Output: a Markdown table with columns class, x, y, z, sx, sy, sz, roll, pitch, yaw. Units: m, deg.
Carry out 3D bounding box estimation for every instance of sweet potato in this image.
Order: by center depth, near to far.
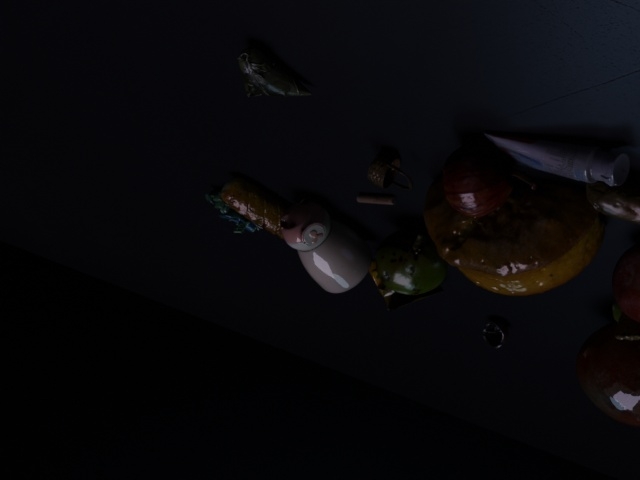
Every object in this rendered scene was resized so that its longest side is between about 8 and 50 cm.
| class | x | y | z | sx | sy | sz | roll | pitch | yaw |
| --- | --- | --- | --- | --- | --- | --- | --- | --- | --- |
| sweet potato | 0.552 | -0.046 | 1.531 | 0.273 | 0.075 | 0.075 | 17 | 161 | 10 |

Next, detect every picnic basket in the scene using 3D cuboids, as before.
| class | x | y | z | sx | sy | sz | roll | pitch | yaw |
| --- | --- | --- | --- | --- | --- | --- | --- | --- | --- |
| picnic basket | 0.136 | -0.123 | 1.797 | 0.083 | 0.072 | 0.072 | 30 | 165 | 21 |

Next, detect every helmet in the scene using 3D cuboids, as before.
| class | x | y | z | sx | sy | sz | roll | pitch | yaw |
| --- | --- | --- | --- | --- | --- | --- | --- | --- | --- |
| helmet | 0.452 | 0.230 | 2.460 | 0.065 | 0.049 | 0.084 | 48 | 144 | 28 |

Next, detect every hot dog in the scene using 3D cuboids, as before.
| class | x | y | z | sx | sy | sz | roll | pitch | yaw |
| --- | --- | --- | --- | --- | --- | --- | --- | --- | --- |
| hot dog | -0.105 | -0.057 | 2.263 | 0.285 | 0.088 | 0.061 | 26 | -170 | -28 |

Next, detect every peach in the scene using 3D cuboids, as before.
| class | x | y | z | sx | sy | sz | roll | pitch | yaw |
| --- | --- | --- | --- | --- | --- | --- | --- | --- | --- |
| peach | 0.589 | 0.078 | 1.719 | 0.152 | 0.152 | 0.152 | 20 | 162 | 7 |
| peach | 0.666 | 0.275 | 2.048 | 0.252 | 0.252 | 0.252 | 20 | 162 | 7 |

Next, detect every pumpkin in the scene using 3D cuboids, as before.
| class | x | y | z | sx | sy | sz | roll | pitch | yaw |
| --- | --- | --- | --- | --- | --- | --- | --- | --- | --- |
| pumpkin | 0.203 | 0.087 | 2.305 | 0.149 | 0.131 | 0.254 | -20 | 175 | 5 |

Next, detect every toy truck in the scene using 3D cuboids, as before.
| class | x | y | z | sx | sy | sz | roll | pitch | yaw |
| --- | --- | --- | --- | --- | --- | --- | --- | --- | --- |
| toy truck | -0.211 | -0.065 | 2.360 | 0.154 | 0.078 | 0.080 | 36 | 156 | -34 |

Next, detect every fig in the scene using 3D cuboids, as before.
| class | x | y | z | sx | sy | sz | roll | pitch | yaw |
| --- | --- | --- | --- | --- | --- | --- | --- | --- | --- |
| fig | 0.268 | -0.103 | 1.618 | 0.128 | 0.128 | 0.150 | 28 | 162 | -17 |

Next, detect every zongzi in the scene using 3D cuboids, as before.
| class | x | y | z | sx | sy | sz | roll | pitch | yaw |
| --- | --- | --- | --- | --- | --- | --- | --- | --- | --- |
| zongzi | -0.076 | -0.283 | 1.635 | 0.119 | 0.055 | 0.109 | 7 | 158 | 8 |

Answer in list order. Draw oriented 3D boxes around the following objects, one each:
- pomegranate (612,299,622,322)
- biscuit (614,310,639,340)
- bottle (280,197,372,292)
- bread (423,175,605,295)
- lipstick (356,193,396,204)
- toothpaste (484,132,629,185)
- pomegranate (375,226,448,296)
| class | x | y | z | sx | sy | sz | roll | pitch | yaw |
| --- | --- | --- | --- | --- | --- | --- | --- | --- | --- |
| pomegranate | 0.636 | 0.141 | 1.978 | 0.073 | 0.073 | 0.084 | 7 | -166 | 39 |
| biscuit | 0.644 | 0.124 | 1.805 | 0.025 | 0.131 | 0.231 | 31 | 162 | -15 |
| bottle | 0.000 | 0.000 | 2.207 | 0.147 | 0.148 | 0.236 | 3 | 146 | 46 |
| bread | 0.331 | 0.001 | 1.744 | 0.340 | 0.179 | 0.194 | 10 | 159 | 34 |
| lipstick | 0.116 | -0.085 | 2.011 | 0.094 | 0.019 | 0.019 | 5 | 155 | 40 |
| toothpaste | 0.371 | -0.130 | 1.540 | 0.234 | 0.057 | 0.089 | 15 | 164 | 43 |
| pomegranate | 0.187 | 0.045 | 2.107 | 0.156 | 0.156 | 0.220 | 27 | 171 | -14 |
